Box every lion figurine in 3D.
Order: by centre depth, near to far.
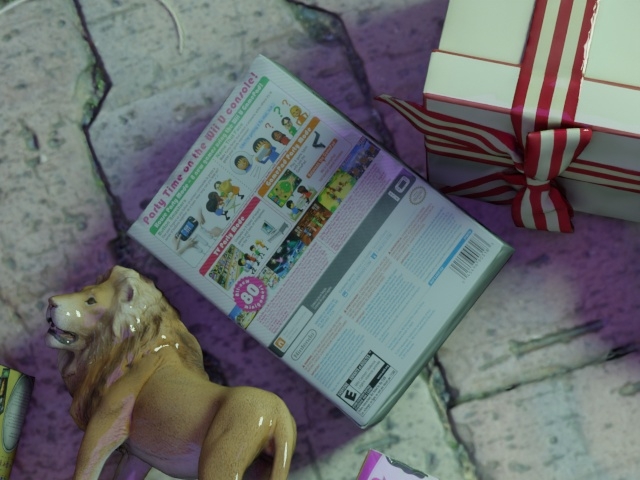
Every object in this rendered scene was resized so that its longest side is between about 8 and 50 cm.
[{"bbox_3d":[-0.122,0.175,1.730,0.392,0.142,0.240,19,78,38],"label":"lion figurine"}]

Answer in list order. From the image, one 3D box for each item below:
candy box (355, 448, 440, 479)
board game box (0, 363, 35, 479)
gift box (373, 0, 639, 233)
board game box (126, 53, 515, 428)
[{"bbox_3d":[0.054,0.280,1.695,0.071,0.233,0.159,23,83,10],"label":"candy box"},{"bbox_3d":[-0.340,0.190,1.754,0.042,0.243,0.165,12,81,9],"label":"board game box"},{"bbox_3d":[0.206,-0.157,1.759,0.276,0.255,0.258,9,72,12],"label":"gift box"},{"bbox_3d":[0.000,0.000,1.803,0.303,0.097,0.224,39,98,11],"label":"board game box"}]
